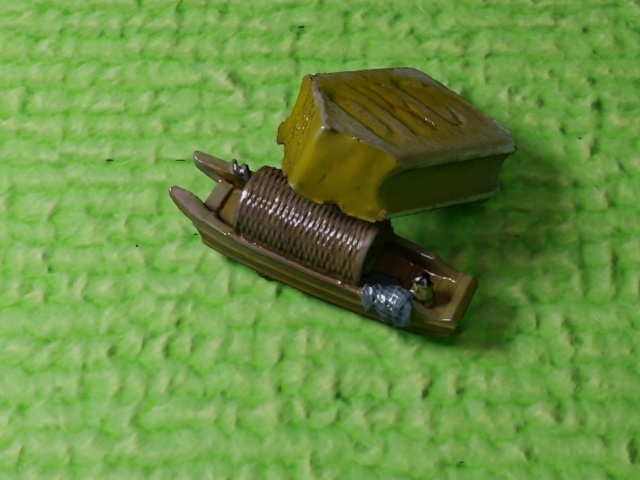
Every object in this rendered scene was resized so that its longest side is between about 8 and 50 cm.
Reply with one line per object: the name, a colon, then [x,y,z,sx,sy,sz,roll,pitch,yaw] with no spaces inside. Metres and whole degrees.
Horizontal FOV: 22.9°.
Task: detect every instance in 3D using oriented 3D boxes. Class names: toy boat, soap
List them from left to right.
toy boat: [0.000,0.000,1.499,0.310,0.115,0.089,25,59,18]
soap: [0.058,-0.094,1.505,0.160,0.080,0.257,37,28,26]
